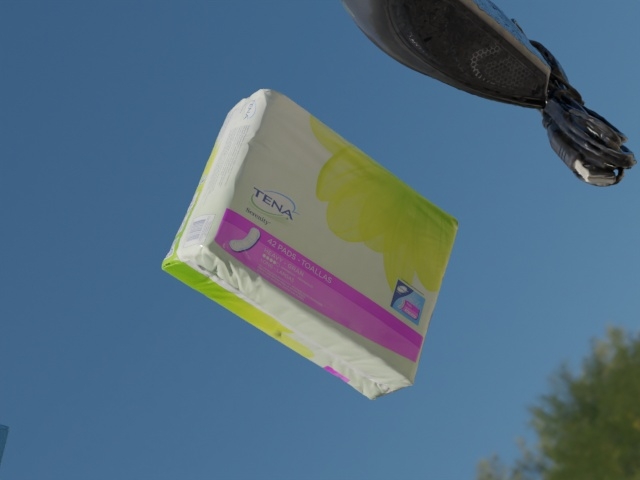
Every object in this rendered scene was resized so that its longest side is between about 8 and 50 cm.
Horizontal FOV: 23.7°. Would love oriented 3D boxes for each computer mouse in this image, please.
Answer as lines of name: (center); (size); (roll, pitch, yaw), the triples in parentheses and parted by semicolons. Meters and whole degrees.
computer mouse: (0.093, -0.139, 1.069); (0.272, 0.188, 0.072); (35, -72, -30)

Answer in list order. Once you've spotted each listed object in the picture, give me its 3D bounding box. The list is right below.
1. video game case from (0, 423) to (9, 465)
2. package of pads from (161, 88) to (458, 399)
video game case: (-0.258, 0.194, 1.112); (0.166, 0.015, 0.119); (157, 127, -69)
package of pads: (0.000, 0.000, 1.654); (0.101, 0.296, 0.229); (-27, 36, 50)
